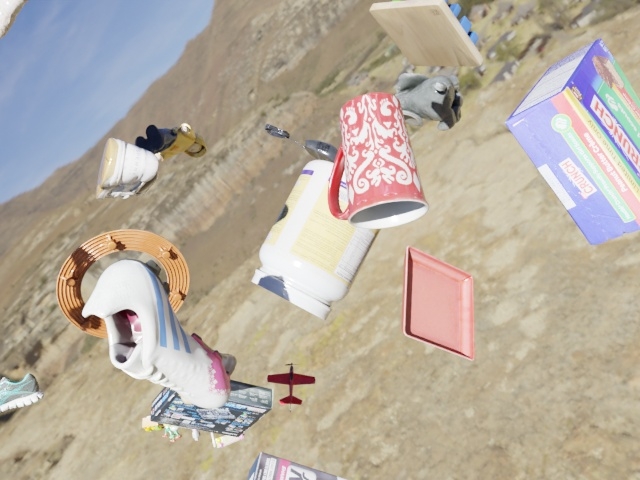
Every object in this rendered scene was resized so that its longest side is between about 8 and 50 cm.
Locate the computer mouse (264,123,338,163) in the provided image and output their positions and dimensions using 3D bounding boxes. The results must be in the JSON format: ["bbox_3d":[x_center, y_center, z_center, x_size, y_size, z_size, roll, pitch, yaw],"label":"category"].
[{"bbox_3d":[-0.046,-0.269,1.654,0.041,0.242,0.071,-60,-15,-8],"label":"computer mouse"}]

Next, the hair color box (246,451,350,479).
[{"bbox_3d":[0.008,0.584,1.264,0.174,0.347,0.105,-78,10,-49],"label":"hair color box"}]

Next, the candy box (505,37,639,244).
[{"bbox_3d":[0.494,-0.187,1.098,0.122,0.268,0.317,-30,11,45],"label":"candy box"}]

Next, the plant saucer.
[{"bbox_3d":[0.311,0.174,1.655,0.048,0.259,0.258,-29,46,47],"label":"plant saucer"}]

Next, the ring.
[{"bbox_3d":[-0.508,0.125,1.596,0.336,0.336,0.032,-45,36,4],"label":"ring"}]

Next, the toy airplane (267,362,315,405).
[{"bbox_3d":[-0.090,0.439,1.840,0.151,0.151,0.028,-56,-13,-31],"label":"toy airplane"}]

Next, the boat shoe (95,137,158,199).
[{"bbox_3d":[-0.332,-0.113,1.058,0.277,0.096,0.098,-172,91,-68],"label":"boat shoe"}]

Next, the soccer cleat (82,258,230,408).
[{"bbox_3d":[-0.260,0.183,0.970,0.116,0.331,0.143,-9,34,27],"label":"soccer cleat"}]

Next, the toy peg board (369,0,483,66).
[{"bbox_3d":[0.203,-0.393,1.092,0.160,0.161,0.079,18,77,47],"label":"toy peg board"}]

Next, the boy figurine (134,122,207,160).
[{"bbox_3d":[-0.473,-0.309,1.971,0.177,0.092,0.285,-38,-9,20],"label":"boy figurine"}]

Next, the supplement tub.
[{"bbox_3d":[0.000,0.000,1.477,0.331,0.241,0.241,-62,19,-6],"label":"supplement tub"}]

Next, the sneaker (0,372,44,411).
[{"bbox_3d":[-0.732,0.354,1.407,0.166,0.076,0.065,-14,0,-30],"label":"sneaker"}]

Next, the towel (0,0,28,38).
[{"bbox_3d":[-0.773,-0.592,1.387,0.187,0.282,0.049,-58,-17,-2],"label":"towel"}]

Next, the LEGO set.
[{"bbox_3d":[-0.293,0.461,1.518,0.287,0.107,0.132,-13,-2,-13],"label":"LEGO set"}]

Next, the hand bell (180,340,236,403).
[{"bbox_3d":[-0.274,0.169,1.118,0.126,0.242,0.126,-30,20,12],"label":"hand bell"}]

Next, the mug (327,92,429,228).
[{"bbox_3d":[0.066,-0.110,0.875,0.150,0.169,0.113,-12,-17,15],"label":"mug"}]

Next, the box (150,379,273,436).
[{"bbox_3d":[-0.240,0.363,1.346,0.175,0.220,0.051,-48,33,40],"label":"box"}]

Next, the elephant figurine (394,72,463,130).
[{"bbox_3d":[0.264,-0.382,1.714,0.239,0.186,0.169,4,39,30],"label":"elephant figurine"}]
